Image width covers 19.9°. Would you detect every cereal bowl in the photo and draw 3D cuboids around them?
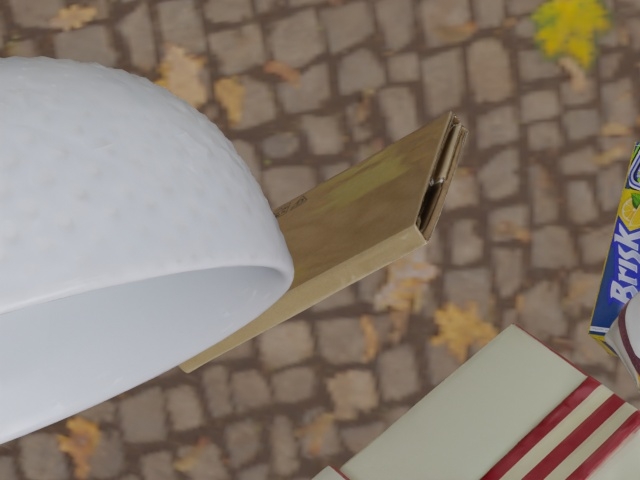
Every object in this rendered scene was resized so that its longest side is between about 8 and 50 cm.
[{"bbox_3d":[-0.191,0.013,0.773,0.339,0.339,0.141,-15,77,-29],"label":"cereal bowl"}]

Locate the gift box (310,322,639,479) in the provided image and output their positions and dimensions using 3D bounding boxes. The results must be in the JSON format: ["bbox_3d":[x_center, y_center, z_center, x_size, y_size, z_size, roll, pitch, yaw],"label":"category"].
[{"bbox_3d":[0.121,0.233,1.274,0.258,0.255,0.276,-39,137,-20],"label":"gift box"}]

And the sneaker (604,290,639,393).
[{"bbox_3d":[0.192,0.092,0.749,0.069,0.084,0.185,-32,88,-28],"label":"sneaker"}]

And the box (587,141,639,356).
[{"bbox_3d":[0.266,0.010,1.469,0.059,0.054,0.169,39,62,-54],"label":"box"}]

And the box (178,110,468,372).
[{"bbox_3d":[0.000,0.000,1.218,0.021,0.201,0.164,53,28,-18],"label":"box"}]
